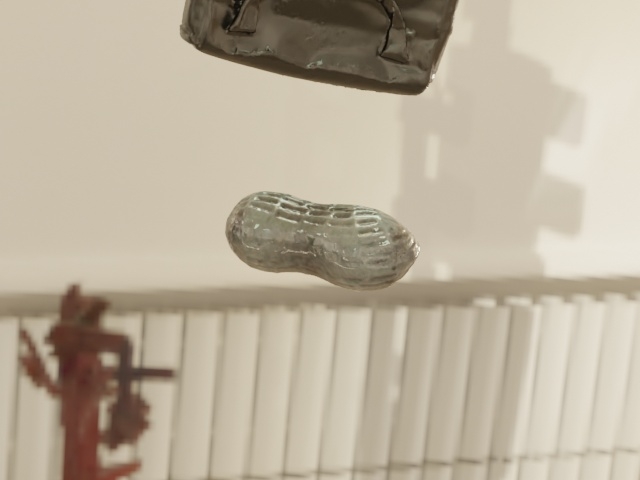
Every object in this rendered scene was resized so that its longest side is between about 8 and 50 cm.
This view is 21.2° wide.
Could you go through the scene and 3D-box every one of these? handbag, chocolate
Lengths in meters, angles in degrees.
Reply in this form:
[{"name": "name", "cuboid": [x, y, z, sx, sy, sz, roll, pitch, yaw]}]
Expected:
[{"name": "handbag", "cuboid": [0.010, -0.273, 1.662, 0.275, 0.244, 0.088, 7, 17, -24]}, {"name": "chocolate", "cuboid": [0.000, 0.000, 1.417, 0.167, 0.072, 0.072, 12, 15, 19]}]
